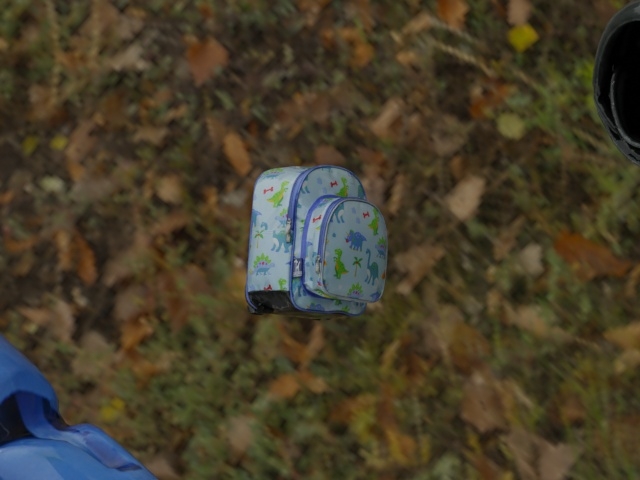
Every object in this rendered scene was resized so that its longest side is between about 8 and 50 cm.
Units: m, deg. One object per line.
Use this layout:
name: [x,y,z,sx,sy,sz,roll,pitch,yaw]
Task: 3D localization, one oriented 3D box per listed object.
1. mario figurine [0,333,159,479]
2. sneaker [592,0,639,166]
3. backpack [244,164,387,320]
mario figurine: [-0.026,0.145,0.366,0.320,0.170,0.198,33,60,20]
sneaker: [0.232,-0.060,1.054,0.147,0.295,0.104,-35,46,-24]
backpack: [0.000,0.000,1.342,0.084,0.105,0.114,-6,80,36]
